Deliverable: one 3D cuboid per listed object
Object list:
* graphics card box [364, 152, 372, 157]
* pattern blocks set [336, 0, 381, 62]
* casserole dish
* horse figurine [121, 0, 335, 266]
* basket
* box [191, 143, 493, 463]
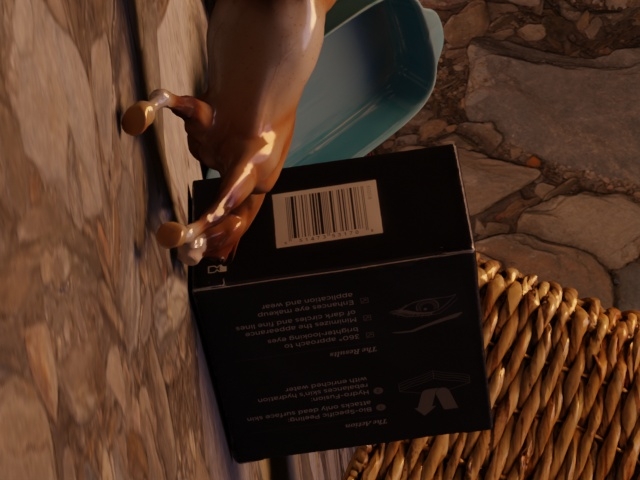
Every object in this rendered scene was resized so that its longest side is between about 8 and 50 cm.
[{"bbox_3d":[0.000,0.000,1.533,0.371,0.094,0.233,40,43,-83],"label":"graphics card box"},{"bbox_3d":[-0.027,-0.224,1.342,0.325,0.026,0.285,60,2,-44],"label":"pattern blocks set"},{"bbox_3d":[-0.004,-0.090,1.220,0.037,0.188,0.114,40,-19,37],"label":"casserole dish"},{"bbox_3d":[-0.038,-0.103,0.938,0.174,0.066,0.263,-17,118,-71],"label":"horse figurine"},{"bbox_3d":[0.133,0.186,1.422,0.213,0.223,0.299,84,26,-77],"label":"basket"},{"bbox_3d":[0.013,0.039,1.120,0.093,0.156,0.158,-95,177,-45],"label":"box"}]
